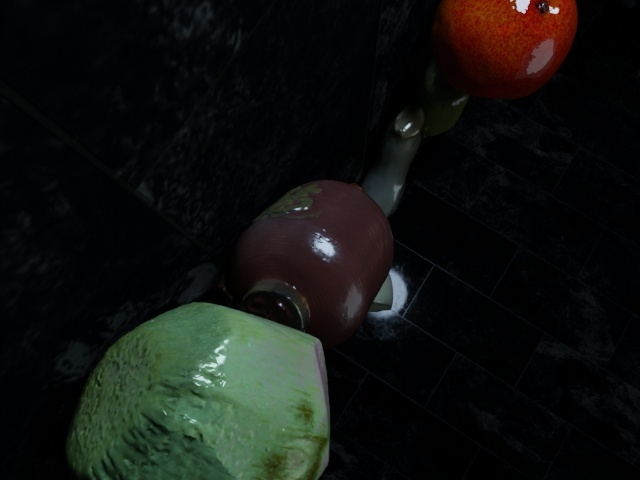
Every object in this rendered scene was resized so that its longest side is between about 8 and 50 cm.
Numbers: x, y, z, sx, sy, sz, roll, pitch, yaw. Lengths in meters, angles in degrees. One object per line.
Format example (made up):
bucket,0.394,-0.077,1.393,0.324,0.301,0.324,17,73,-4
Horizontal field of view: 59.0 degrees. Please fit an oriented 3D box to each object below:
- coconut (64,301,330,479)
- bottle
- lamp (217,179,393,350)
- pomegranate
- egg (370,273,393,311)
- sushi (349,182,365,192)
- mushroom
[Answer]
coconut,-0.090,0.169,0.498,0.204,0.236,0.236,-12,-152,41
bottle,0.249,-0.290,1.217,0.112,0.112,0.260,-57,172,-5
lamp,-0.011,0.025,0.673,0.180,0.180,0.258,-63,174,32
pomegranate,0.285,-0.336,0.924,0.221,0.221,0.257,-58,-160,5
egg,0.074,0.092,1.397,0.271,0.206,0.162,127,-34,-73
sushi,-0.003,-0.001,0.879,0.226,0.103,0.097,-51,143,-25
mushroom,0.150,-0.154,1.228,0.109,0.097,0.351,-55,168,-36
